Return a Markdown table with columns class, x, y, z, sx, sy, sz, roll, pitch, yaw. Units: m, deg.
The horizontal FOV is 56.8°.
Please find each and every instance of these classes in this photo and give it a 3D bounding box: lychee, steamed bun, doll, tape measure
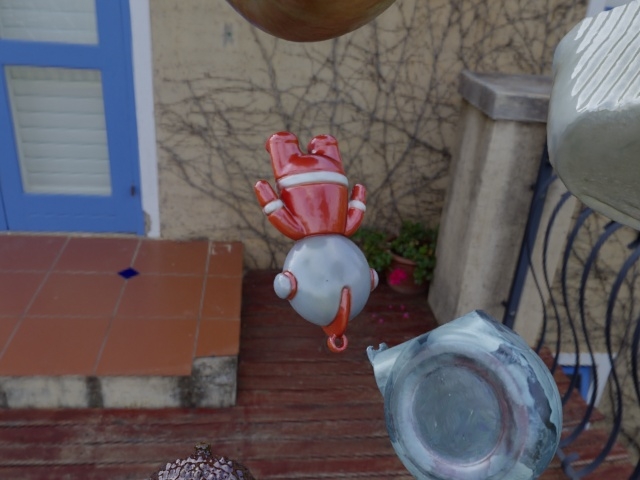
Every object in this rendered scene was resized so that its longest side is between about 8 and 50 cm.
| class | x | y | z | sx | sy | sz | roll | pitch | yaw |
| --- | --- | --- | --- | --- | --- | --- | --- | --- | --- |
| lychee | -0.219 | 0.507 | 1.069 | 0.235 | 0.272 | 0.236 | 6 | -18 | 2 |
| steamed bun | 0.420 | -0.130 | 0.535 | 0.383 | 0.236 | 0.247 | -14 | 42 | 42 |
| doll | 0.000 | 0.000 | 0.893 | 0.199 | 0.337 | 0.105 | -3 | -15 | -34 |
| tape measure | 0.226 | 0.246 | 0.899 | 0.147 | 0.256 | 0.275 | 9 | 56 | -55 |

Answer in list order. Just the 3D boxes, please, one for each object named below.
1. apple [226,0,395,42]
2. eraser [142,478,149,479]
| class | x | y | z | sx | sy | sz | roll | pitch | yaw |
| --- | --- | --- | --- | --- | --- | --- | --- | --- | --- |
| apple | -0.012 | -0.503 | 0.865 | 0.333 | 0.400 | 0.400 | -44 | 44 | -13 |
| eraser | -0.418 | 0.681 | 1.478 | 0.331 | 0.331 | 0.150 | -5 | 63 | -18 |
